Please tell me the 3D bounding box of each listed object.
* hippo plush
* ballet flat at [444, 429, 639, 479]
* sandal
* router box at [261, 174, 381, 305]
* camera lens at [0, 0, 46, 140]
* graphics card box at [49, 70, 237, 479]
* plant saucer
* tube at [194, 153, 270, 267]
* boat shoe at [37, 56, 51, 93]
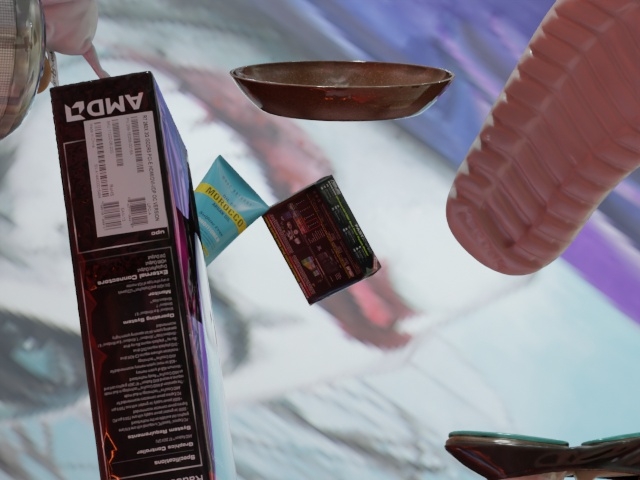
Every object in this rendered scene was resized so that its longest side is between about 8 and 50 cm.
[{"bbox_3d":[-0.401,-0.409,2.656,0.234,0.294,0.236,-2,-36,-42],"label":"hippo plush"},{"bbox_3d":[0.276,0.253,1.921,0.095,0.281,0.096,86,-177,-76],"label":"ballet flat"},{"bbox_3d":[0.250,-0.134,1.565,0.416,0.169,0.102,-46,0,38],"label":"sandal"},{"bbox_3d":[0.000,0.000,1.959,0.092,0.122,0.038,-26,2,38],"label":"router box"},{"bbox_3d":[-0.437,-0.210,1.820,0.274,0.219,0.219,-1,-43,-31],"label":"camera lens"},{"bbox_3d":[-0.140,0.070,1.460,0.094,0.370,0.233,-11,-15,1],"label":"graphics card box"},{"bbox_3d":[0.019,-0.131,1.549,0.198,0.199,0.036,-30,-57,-69],"label":"plant saucer"},{"bbox_3d":[-0.129,-0.005,1.842,0.052,0.080,0.207,-27,18,44],"label":"tube"},{"bbox_3d":[-0.415,-0.280,2.270,0.073,0.073,0.207,-38,-50,-32],"label":"boat shoe"}]
